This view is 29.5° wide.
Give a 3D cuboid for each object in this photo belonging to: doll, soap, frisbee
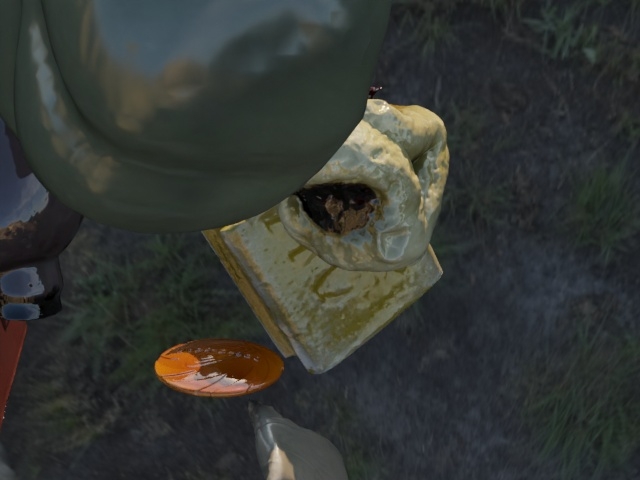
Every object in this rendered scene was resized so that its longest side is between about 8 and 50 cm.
[{"bbox_3d":[-0.209,-0.079,0.793,0.182,0.117,0.257,5,95,10],"label":"doll"},{"bbox_3d":[0.000,0.000,1.920,0.293,0.335,0.156,-38,32,-16],"label":"soap"},{"bbox_3d":[-0.149,0.178,1.801,0.192,0.192,0.035,3,108,6],"label":"frisbee"}]

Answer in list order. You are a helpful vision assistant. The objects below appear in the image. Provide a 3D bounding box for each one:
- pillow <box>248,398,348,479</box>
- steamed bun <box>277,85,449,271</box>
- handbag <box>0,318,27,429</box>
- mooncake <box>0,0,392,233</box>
[{"bbox_3d":[-0.028,0.337,1.839,0.067,0.270,0.173,-31,52,14],"label":"pillow"},{"bbox_3d":[0.024,-0.074,1.081,0.141,0.155,0.172,3,64,28],"label":"steamed bun"},{"bbox_3d":[-0.435,0.095,1.451,0.084,0.260,0.275,-10,37,5],"label":"handbag"},{"bbox_3d":[-0.079,-0.136,0.573,0.135,0.275,0.274,0,66,-29],"label":"mooncake"}]
